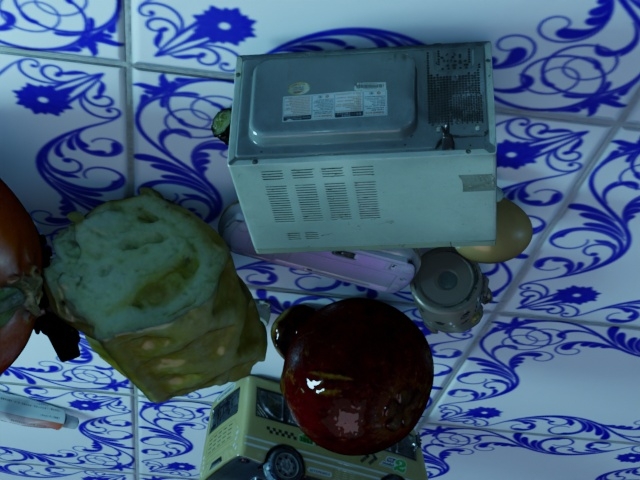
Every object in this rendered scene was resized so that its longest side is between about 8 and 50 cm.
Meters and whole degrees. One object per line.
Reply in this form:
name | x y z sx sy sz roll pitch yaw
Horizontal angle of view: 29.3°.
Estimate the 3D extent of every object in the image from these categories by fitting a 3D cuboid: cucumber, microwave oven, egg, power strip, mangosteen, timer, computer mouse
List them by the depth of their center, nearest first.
microwave oven | 0.045 -0.092 1.169 0.240 0.145 0.194 -2 145 7
cucumber | -0.054 -0.092 1.318 0.039 0.043 0.163 -52 137 8
egg | 0.196 -0.012 1.394 0.096 0.080 0.080 13 152 -12
computer mouse | 0.000 0.000 1.464 0.245 0.056 0.126 15 153 -6
timer | -0.352 0.065 1.542 0.055 0.144 0.187 -19 155 -9
mangosteen | 0.029 0.172 1.679 0.257 0.215 0.215 28 173 40
power strip | -0.138 0.122 1.760 0.047 0.030 0.191 26 146 -35

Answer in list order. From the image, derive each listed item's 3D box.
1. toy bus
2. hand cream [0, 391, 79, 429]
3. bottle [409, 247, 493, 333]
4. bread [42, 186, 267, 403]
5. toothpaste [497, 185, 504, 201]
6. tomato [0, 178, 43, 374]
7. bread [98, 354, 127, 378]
toy bus | -0.004 0.359 2.030 0.365 0.202 0.177 20 143 -24
hand cream | -0.519 0.299 2.134 0.216 0.052 0.038 21 131 -35
bottle | 0.166 0.070 1.557 0.098 0.099 0.152 -2 160 11
bread | -0.195 0.071 1.479 0.238 0.196 0.252 -13 154 -4
toothpaste | 0.118 -0.084 1.315 0.204 0.032 0.049 23 143 -28
tomato | -0.463 0.036 1.332 0.321 0.322 0.321 3 153 1
bread | -0.277 0.169 1.890 0.074 0.084 0.139 22 179 -33
